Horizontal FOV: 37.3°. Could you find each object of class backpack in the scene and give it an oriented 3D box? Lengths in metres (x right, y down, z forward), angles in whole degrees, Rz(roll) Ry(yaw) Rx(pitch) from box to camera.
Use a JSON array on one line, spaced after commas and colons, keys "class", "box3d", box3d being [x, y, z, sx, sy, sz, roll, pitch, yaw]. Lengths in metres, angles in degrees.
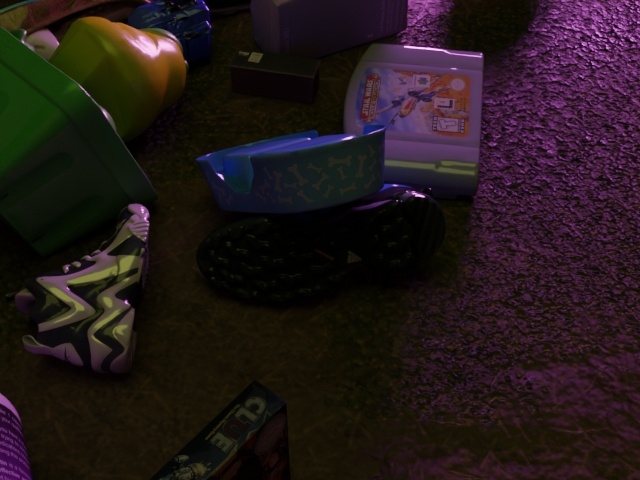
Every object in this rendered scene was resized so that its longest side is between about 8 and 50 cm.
[{"class": "backpack", "box3d": [-0.231, -0.320, 1.461, 0.120, 0.098, 0.101, -18, 53, -17]}]

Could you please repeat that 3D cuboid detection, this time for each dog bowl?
[{"class": "dog bowl", "box3d": [-0.035, -0.085, 1.158, 0.166, 0.074, 0.297, -19, 12, -31]}]

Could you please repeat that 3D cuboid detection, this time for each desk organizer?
[{"class": "desk organizer", "box3d": [-0.068, -0.246, 1.423, 0.130, 0.050, 0.047, 10, 47, 9]}]

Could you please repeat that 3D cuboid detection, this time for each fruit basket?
[{"class": "fruit basket", "box3d": [-0.343, -0.204, 1.260, 0.392, 0.283, 0.392, -6, 59, 11]}]

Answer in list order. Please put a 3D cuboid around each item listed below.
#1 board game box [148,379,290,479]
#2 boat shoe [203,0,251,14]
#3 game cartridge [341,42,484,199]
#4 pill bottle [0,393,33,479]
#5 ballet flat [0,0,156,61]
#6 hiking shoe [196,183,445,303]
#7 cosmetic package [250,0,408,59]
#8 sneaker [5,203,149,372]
[{"class": "board game box", "box3d": [-0.123, 0.261, 0.866, 0.042, 0.165, 0.243, 31, 55, 26]}, {"class": "boat shoe", "box3d": [-0.081, -0.444, 1.575, 0.305, 0.109, 0.091, -15, 49, -6]}, {"class": "game cartridge", "box3d": [0.132, -0.182, 1.363, 0.198, 0.062, 0.297, 8, 47, 2]}, {"class": "pill bottle", "box3d": [-0.350, 0.254, 0.861, 0.182, 0.181, 0.323, -16, 48, -15]}, {"class": "ballet flat", "box3d": [-0.392, -0.318, 1.468, 0.342, 0.116, 0.124, -32, 74, -31]}, {"class": "hiking shoe", "box3d": [0.000, 0.000, 1.177, 0.304, 0.113, 0.132, -9, 17, 0]}, {"class": "cosmetic package", "box3d": [0.014, -0.372, 1.492, 0.238, 0.127, 0.107, -25, 52, -20]}, {"class": "sneaker", "box3d": [-0.285, 0.045, 1.116, 0.153, 0.094, 0.235, 6, 56, -6]}]
